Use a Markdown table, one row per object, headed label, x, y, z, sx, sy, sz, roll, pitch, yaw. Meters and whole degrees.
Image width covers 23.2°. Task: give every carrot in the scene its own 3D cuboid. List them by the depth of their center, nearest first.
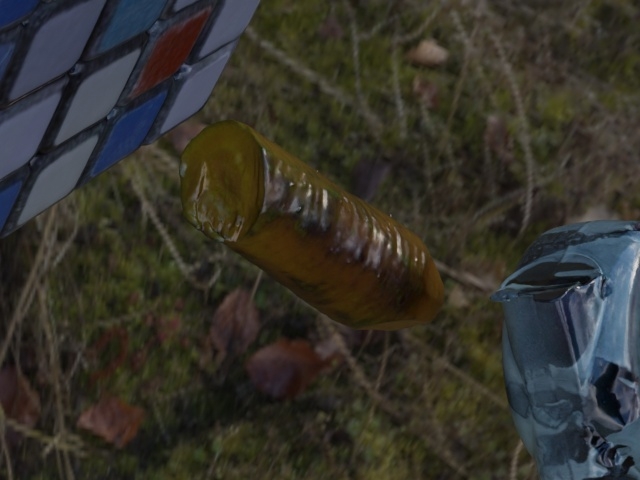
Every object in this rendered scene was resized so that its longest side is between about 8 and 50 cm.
| label | x | y | z | sx | sy | sz | roll | pitch | yaw |
| --- | --- | --- | --- | --- | --- | --- | --- | --- | --- |
| carrot | 0.000 | 0.000 | 1.410 | 0.302 | 0.114 | 0.114 | 32 | 47 | -45 |

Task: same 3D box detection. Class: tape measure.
| label | x | y | z | sx | sy | sz | roll | pitch | yaw |
| --- | --- | --- | --- | --- | --- | --- | --- | --- | --- |
| tape measure | 0.279 | 0.111 | 1.504 | 0.275 | 0.147 | 0.256 | -34 | 116 | -53 |

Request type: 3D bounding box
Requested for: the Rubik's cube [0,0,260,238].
| label | x | y | z | sx | sy | sz | roll | pitch | yaw |
| --- | --- | --- | --- | --- | --- | --- | --- | --- | --- |
| Rubik's cube | -0.176 | -0.184 | 0.638 | 0.292 | 0.293 | 0.287 | 39 | 40 | 9 |
